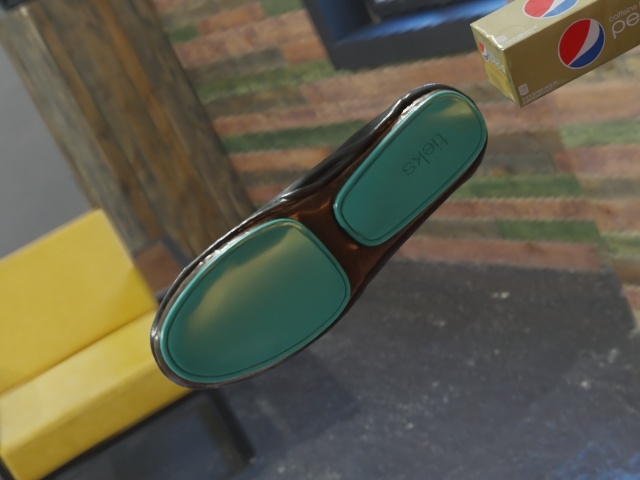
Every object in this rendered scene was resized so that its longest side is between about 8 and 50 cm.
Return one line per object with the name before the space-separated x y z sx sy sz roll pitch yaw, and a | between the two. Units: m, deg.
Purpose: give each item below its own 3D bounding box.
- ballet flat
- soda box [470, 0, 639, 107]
ballet flat | 0.000 0.000 0.807 0.280 0.095 0.096 -38 11 -13
soda box | 0.216 -0.179 0.938 0.181 0.058 0.061 -28 36 -4
